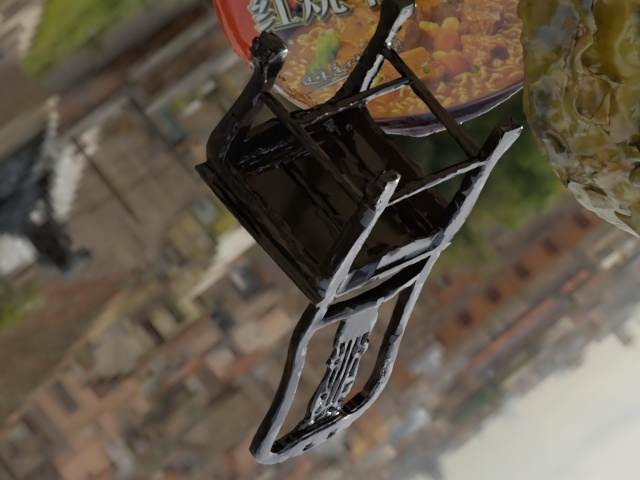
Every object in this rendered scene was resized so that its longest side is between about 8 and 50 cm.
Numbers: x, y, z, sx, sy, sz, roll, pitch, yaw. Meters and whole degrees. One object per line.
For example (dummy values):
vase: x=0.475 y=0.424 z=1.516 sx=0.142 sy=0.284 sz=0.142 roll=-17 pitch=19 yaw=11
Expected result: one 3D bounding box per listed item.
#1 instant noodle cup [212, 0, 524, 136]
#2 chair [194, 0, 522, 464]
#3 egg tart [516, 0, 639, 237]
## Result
instant noodle cup: x=0.047 y=-0.195 z=1.160 sx=0.213 sy=0.213 sz=0.174 roll=-43 pitch=-160 yaw=29
chair: x=0.000 y=0.000 z=1.015 sx=0.106 sy=0.113 sz=0.229 roll=-22 pitch=152 yaw=-40
egg tart: x=0.229 y=-0.100 z=0.815 sx=0.294 sy=0.294 sz=0.123 roll=-39 pitch=-148 yaw=3
